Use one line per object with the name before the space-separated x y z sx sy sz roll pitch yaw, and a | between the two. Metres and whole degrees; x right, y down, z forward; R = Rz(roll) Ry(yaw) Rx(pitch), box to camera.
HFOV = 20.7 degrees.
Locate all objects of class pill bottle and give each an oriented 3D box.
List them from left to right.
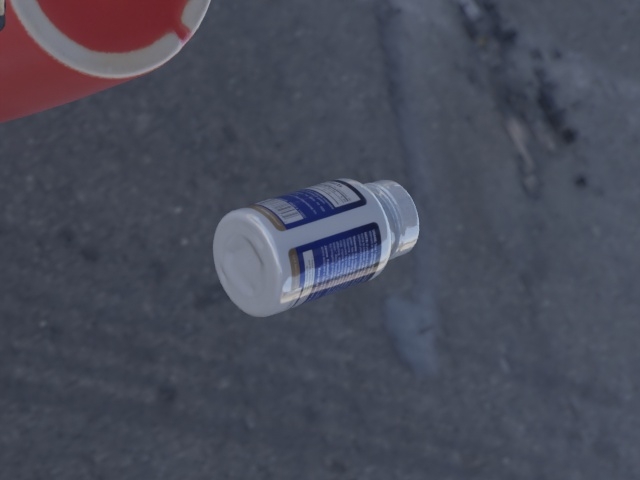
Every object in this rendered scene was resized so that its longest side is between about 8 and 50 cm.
pill bottle | 0.000 0.000 1.064 0.120 0.067 0.067 -18 80 -37

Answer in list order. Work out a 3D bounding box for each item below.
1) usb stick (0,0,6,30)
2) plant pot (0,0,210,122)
usb stick | -0.206 -0.070 0.377 0.278 0.077 0.045 3 100 -17
plant pot | -0.226 -0.220 1.358 0.275 0.243 0.274 -5 97 -40
